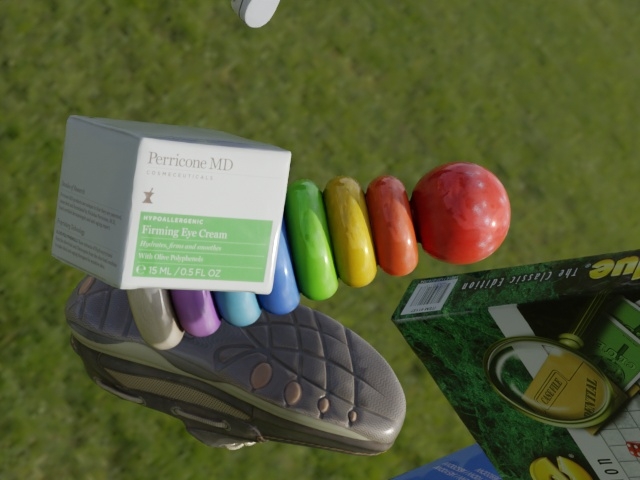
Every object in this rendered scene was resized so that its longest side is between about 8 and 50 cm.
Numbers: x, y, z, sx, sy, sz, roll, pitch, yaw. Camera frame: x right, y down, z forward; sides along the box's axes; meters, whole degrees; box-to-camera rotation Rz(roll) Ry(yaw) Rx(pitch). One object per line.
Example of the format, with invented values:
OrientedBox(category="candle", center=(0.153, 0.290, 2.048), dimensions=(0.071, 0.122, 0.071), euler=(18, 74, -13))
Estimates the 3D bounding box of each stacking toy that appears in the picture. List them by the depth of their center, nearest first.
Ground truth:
OrientedBox(category="stacking toy", center=(0.000, 0.000, 1.412), dimensions=(0.141, 0.330, 0.141), euler=(-10, 90, -87))

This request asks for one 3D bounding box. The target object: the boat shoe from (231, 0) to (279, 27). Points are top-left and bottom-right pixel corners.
OrientedBox(category="boat shoe", center=(-0.036, -0.208, 1.221), dimensions=(0.035, 0.100, 0.035), euler=(12, 24, -44))

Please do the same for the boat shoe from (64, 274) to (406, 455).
OrientedBox(category="boat shoe", center=(-0.083, 0.132, 1.625), dimensions=(0.355, 0.130, 0.132), euler=(21, 48, 16))

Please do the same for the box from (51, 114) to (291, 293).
OrientedBox(category="box", center=(-0.087, -0.021, 0.949), dimensions=(0.101, 0.087, 0.102), euler=(4, 8, -33))

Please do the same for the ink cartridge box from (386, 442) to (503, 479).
OrientedBox(category="ink cartridge box", center=(0.132, 0.302, 1.201), dimensions=(0.151, 0.395, 0.270), euler=(19, -56, 62))

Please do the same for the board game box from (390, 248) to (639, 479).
OrientedBox(category="board game box", center=(0.148, 0.109, 0.669), dimensions=(0.259, 0.136, 0.030), euler=(54, 49, -26))
